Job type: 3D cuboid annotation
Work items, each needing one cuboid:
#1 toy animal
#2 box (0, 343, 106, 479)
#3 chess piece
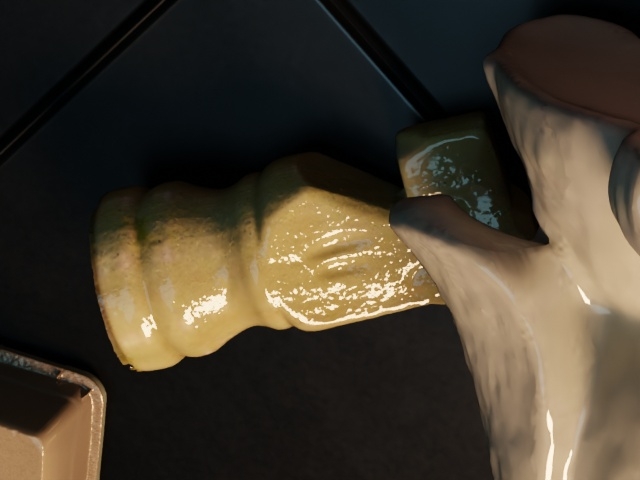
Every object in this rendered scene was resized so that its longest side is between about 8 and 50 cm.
[{"bbox_3d":[0.163,0.057,0.767,0.272,0.206,0.265,7,113,14],"label":"toy animal"},{"bbox_3d":[-0.168,0.123,0.998,0.089,0.062,0.122,16,118,12],"label":"box"},{"bbox_3d":[0.000,0.000,0.877,0.200,0.090,0.090,-12,110,13],"label":"chess piece"}]
